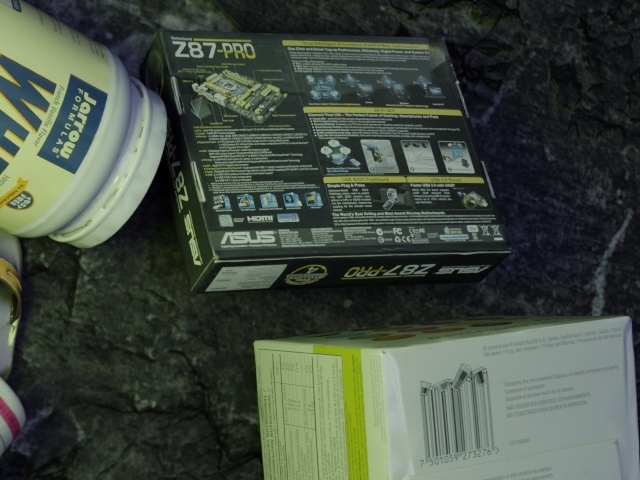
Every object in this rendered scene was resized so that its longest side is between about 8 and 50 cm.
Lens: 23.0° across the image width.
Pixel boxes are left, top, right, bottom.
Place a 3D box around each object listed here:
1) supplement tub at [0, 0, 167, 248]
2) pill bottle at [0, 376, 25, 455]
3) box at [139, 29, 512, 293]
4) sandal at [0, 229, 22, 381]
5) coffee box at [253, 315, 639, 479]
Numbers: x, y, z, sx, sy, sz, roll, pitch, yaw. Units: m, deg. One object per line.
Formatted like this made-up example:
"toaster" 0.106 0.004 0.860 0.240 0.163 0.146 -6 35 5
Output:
"supplement tub" -0.352 -0.143 1.690 0.324 0.235 0.235 27 75 -34
"pill bottle" -0.456 0.247 1.652 0.160 0.160 0.283 45 62 -16
"box" 0.006 -0.099 1.888 0.394 0.097 0.318 -3 64 -26
"sandal" -0.377 0.063 1.775 0.090 0.060 0.219 4 84 -26
"coffee box" 0.146 0.270 1.861 0.337 0.334 0.338 -4 90 -27
